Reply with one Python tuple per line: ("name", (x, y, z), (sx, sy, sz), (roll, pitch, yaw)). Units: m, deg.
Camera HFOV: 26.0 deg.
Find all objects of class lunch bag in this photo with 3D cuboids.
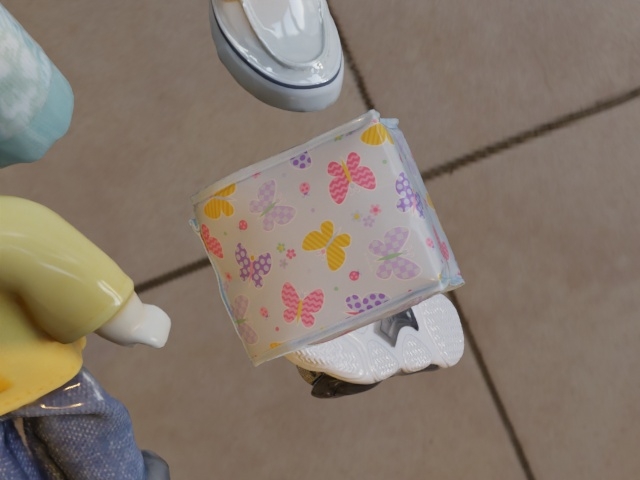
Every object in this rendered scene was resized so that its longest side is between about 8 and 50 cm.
("lunch bag", (0.000, 0.000, 0.506), (0.083, 0.053, 0.071), (-24, 84, 13))

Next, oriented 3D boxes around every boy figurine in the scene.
("boy figurine", (-0.159, 0.045, 0.622), (0.177, 0.092, 0.285), (-13, 130, 11))

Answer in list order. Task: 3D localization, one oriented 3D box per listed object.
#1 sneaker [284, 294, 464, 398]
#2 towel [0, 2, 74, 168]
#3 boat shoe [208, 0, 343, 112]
("sneaker", (0.016, 0.108, 1.383), (0.153, 0.269, 0.101), (-23, 72, 37))
("towel", (-0.355, -0.181, 0.801), (0.374, 0.320, 0.090), (18, 73, 37))
("boat shoe", (-0.042, -0.219, 1.102), (0.096, 0.267, 0.088), (-5, 143, -13))
